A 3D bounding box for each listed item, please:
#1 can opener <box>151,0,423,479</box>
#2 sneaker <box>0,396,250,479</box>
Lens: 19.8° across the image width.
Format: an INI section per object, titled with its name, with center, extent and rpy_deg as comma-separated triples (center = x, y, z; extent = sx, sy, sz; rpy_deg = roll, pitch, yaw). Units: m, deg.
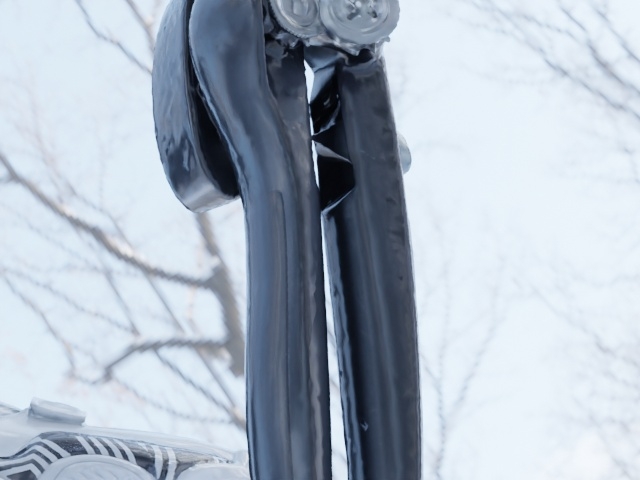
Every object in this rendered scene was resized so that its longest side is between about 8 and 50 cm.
[can opener]
center = 0.000, 0.000, 0.467
extent = 0.059, 0.186, 0.073
rpy_deg = -1, -26, -23
[sneaker]
center = -0.203, 0.109, 1.027
extent = 0.366, 0.210, 0.137
rpy_deg = 2, -52, -32
